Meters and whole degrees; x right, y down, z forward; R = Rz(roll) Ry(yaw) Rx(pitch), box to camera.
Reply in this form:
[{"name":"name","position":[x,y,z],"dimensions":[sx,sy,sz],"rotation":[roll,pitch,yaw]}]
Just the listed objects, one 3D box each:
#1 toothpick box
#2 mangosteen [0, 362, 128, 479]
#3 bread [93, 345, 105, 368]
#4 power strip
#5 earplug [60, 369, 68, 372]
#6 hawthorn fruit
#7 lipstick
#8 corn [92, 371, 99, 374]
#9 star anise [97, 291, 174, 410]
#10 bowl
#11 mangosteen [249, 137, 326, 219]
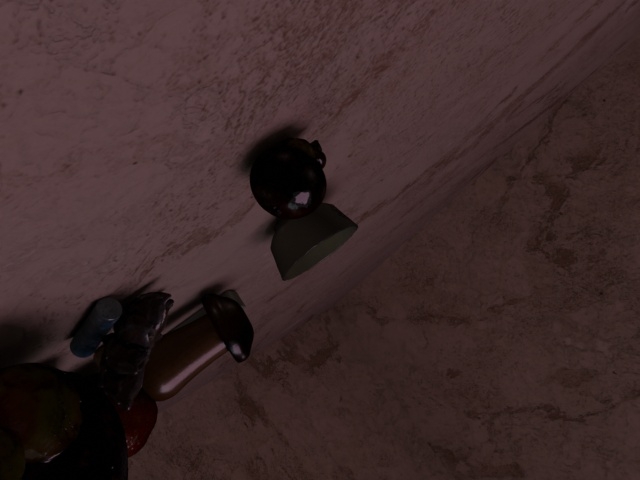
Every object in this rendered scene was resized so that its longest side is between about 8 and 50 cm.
[{"name":"toothpick box","position":[-0.311,0.262,1.442],"dimensions":[0.294,0.192,0.192],"rotation":[-31,169,-11]},{"name":"mangosteen","position":[-0.493,0.368,0.864],"dimensions":[0.381,0.381,0.421],"rotation":[-34,168,-9]},{"name":"bread","position":[-0.456,0.260,1.328],"dimensions":[0.082,0.060,0.113],"rotation":[-34,168,9]},{"name":"power strip","position":[-0.381,0.272,1.604],"dimensions":[0.385,0.062,0.091],"rotation":[-36,166,2]},{"name":"earplug","position":[-0.585,0.368,1.199],"dimensions":[0.301,0.172,0.172],"rotation":[-50,164,29]},{"name":"hawthorn fruit","position":[-0.496,0.425,1.393],"dimensions":[0.215,0.215,0.250],"rotation":[-38,150,13]},{"name":"lipstick","position":[-0.413,0.161,1.066],"dimensions":[0.048,0.048,0.158],"rotation":[-22,163,-50]},{"name":"corn","position":[-0.585,0.368,1.473],"dimensions":[0.092,0.037,0.037],"rotation":[-36,170,23]},{"name":"star anise","position":[-0.370,0.204,1.123],"dimensions":[0.223,0.109,0.235],"rotation":[-90,-159,-59]},{"name":"bowl","position":[-0.028,-0.014,1.309],"dimensions":[0.211,0.112,0.211],"rotation":[-33,169,-7]},{"name":"mangosteen","position":[-0.042,-0.102,0.899],"dimensions":[0.140,0.140,0.140],"rotation":[-34,169,-7]}]
